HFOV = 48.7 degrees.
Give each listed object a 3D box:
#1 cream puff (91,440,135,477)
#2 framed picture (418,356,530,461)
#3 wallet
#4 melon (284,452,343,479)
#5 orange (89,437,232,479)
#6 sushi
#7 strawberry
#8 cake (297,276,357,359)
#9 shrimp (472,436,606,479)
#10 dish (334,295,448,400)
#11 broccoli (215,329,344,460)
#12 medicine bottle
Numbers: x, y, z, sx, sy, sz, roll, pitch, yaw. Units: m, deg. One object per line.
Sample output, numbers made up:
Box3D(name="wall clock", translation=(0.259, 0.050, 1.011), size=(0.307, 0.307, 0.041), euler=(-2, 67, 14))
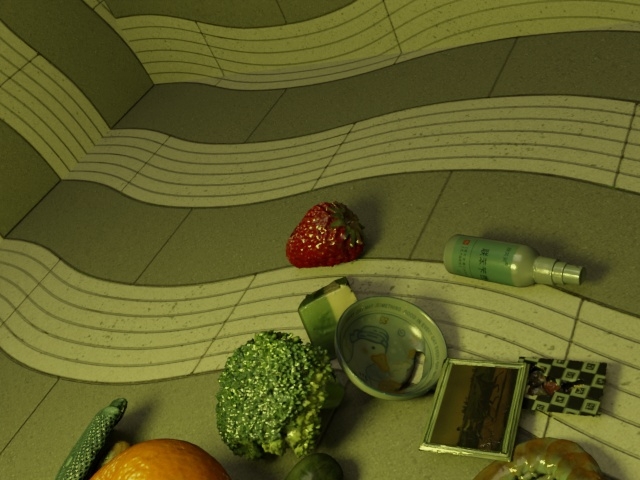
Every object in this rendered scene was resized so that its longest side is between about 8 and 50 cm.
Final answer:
Box3D(name="cream puff", translation=(-0.502, 0.579, 1.769), size=(0.126, 0.103, 0.144), euler=(-24, 29, 34))
Box3D(name="framed picture", translation=(0.332, 0.353, 1.522), size=(0.197, 0.014, 0.252), euler=(-1, 41, 28))
Box3D(name="wallet", translation=(-0.608, 0.569, 1.776), size=(0.237, 0.075, 0.342), euler=(-48, 12, 49))
Box3D(name="melon", translation=(-0.017, 0.525, 1.518), size=(0.114, 0.114, 0.167), euler=(20, 57, 45))
Box3D(name="orange", translation=(-0.333, 0.620, 1.430), size=(0.424, 0.326, 0.424), euler=(-34, 31, 24))
Box3D(name="sushi", translation=(0.509, 0.318, 1.512), size=(0.201, 0.031, 0.139), euler=(-1, 44, 36))
Box3D(name="strawberry", translation=(0.000, 0.000, 2.105), size=(0.244, 0.205, 0.205), euler=(-33, 31, 29))
Box3D(name="cake", translation=(0.017, 0.154, 1.907), size=(0.158, 0.172, 0.283), euler=(-23, 34, 3))
Box3D(name="shrimp", translation=(0.427, 0.459, 1.361), size=(0.287, 0.068, 0.185), euler=(-1, 41, 34))
Box3D(name="dish", translation=(0.157, 0.280, 1.702), size=(0.273, 0.134, 0.273), euler=(7, 50, -8))
Box3D(name="broccoli", translation=(-0.094, 0.383, 1.615), size=(0.375, 0.302, 0.249), euler=(-55, 19, 28))
Box3D(name="medicine bottle", translation=(0.483, 0.060, 1.773), size=(0.352, 0.110, 0.110), euler=(11, 51, 40))
